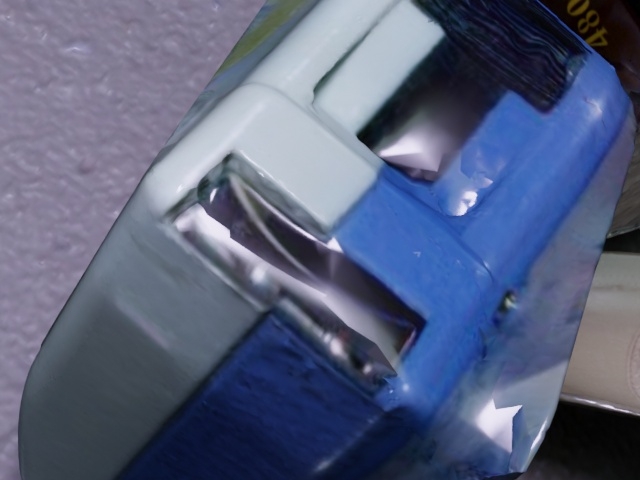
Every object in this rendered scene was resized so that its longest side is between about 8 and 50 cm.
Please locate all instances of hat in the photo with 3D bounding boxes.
[{"bbox_3d":[0.173,0.085,0.697,0.166,0.173,0.144,-78,153,-56],"label":"hat"}]

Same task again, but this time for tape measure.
[{"bbox_3d":[-0.002,0.001,0.529,0.138,0.259,0.262,35,54,-7],"label":"tape measure"}]

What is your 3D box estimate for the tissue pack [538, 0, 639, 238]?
[{"bbox_3d":[0.130,-0.191,0.721,0.210,0.198,0.370,-13,65,-33],"label":"tissue pack"}]
